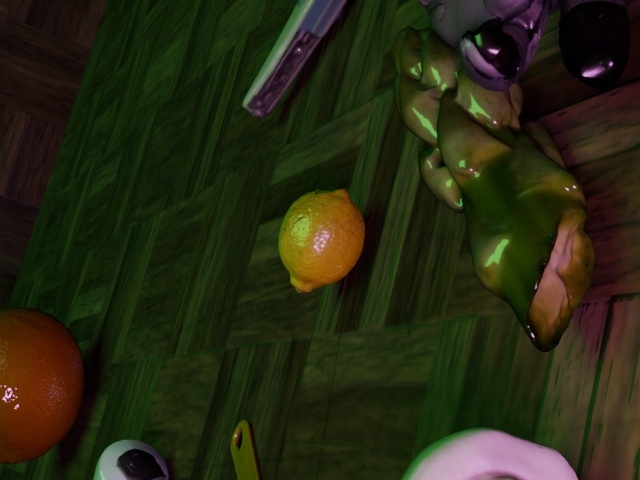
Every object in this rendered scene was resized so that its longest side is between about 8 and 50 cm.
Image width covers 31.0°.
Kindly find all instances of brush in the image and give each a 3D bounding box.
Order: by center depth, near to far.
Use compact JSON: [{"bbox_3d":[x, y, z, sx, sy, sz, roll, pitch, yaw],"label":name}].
[{"bbox_3d":[-0.050,0.199,0.856,0.083,0.011,0.205,-63,21,20],"label":"brush"}]

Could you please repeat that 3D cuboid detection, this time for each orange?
[{"bbox_3d":[-0.402,0.185,1.503,0.206,0.206,0.206,-52,27,41],"label":"orange"}]

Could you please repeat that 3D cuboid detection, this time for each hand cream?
[{"bbox_3d":[-0.223,0.318,1.151,0.109,0.067,0.320,-97,26,-49],"label":"hand cream"}]

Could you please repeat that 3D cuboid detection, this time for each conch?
[{"bbox_3d":[0.057,0.135,0.524,0.176,0.094,0.104,165,103,-68],"label":"conch"}]

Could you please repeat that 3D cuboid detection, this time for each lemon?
[{"bbox_3d":[0.000,0.000,0.838,0.083,0.062,0.062,-65,21,7],"label":"lemon"}]

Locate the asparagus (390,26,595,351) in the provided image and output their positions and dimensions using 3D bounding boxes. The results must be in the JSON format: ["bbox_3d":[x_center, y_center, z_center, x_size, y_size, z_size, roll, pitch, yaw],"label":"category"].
[{"bbox_3d":[0.092,-0.049,0.635,0.080,0.080,0.287,-60,30,25],"label":"asparagus"}]

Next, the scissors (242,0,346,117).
[{"bbox_3d":[0.006,-0.227,1.060,0.289,0.041,0.138,-54,24,29],"label":"scissors"}]

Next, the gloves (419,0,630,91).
[{"bbox_3d":[0.109,-0.164,0.628,0.119,0.142,0.285,-60,4,34],"label":"gloves"}]
